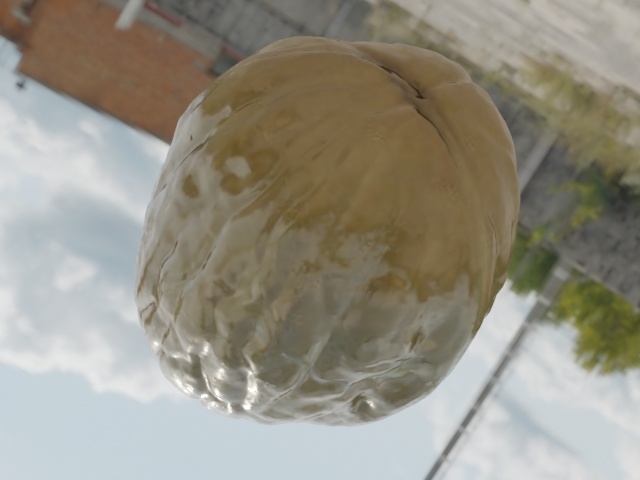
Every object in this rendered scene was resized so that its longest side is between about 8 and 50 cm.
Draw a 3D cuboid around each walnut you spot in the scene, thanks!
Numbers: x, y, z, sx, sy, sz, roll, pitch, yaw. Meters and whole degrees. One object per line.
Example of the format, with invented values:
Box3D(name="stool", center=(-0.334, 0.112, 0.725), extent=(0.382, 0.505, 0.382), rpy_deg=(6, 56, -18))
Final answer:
Box3D(name="walnut", center=(0.000, 0.000, 0.807), extent=(0.225, 0.261, 0.225), rpy_deg=(20, -137, -20))
